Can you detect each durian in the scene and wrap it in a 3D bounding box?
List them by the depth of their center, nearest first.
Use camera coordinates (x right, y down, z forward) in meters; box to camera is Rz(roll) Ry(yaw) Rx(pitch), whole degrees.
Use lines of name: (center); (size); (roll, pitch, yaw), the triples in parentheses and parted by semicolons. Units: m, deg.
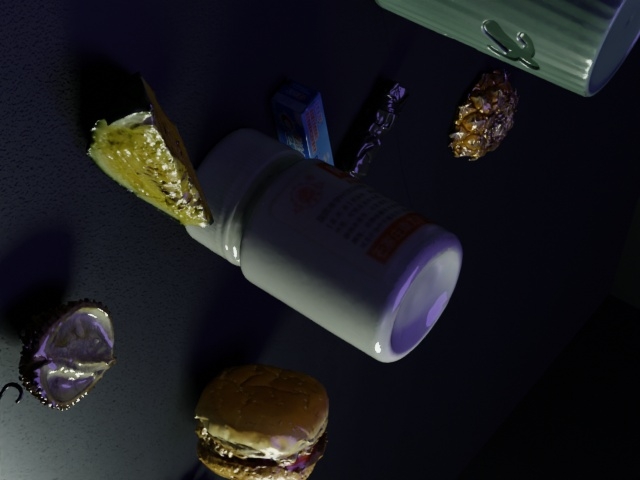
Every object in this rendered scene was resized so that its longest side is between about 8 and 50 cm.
durian: (-0.336, 0.146, 1.574); (0.188, 0.091, 0.148); (20, 79, -56)

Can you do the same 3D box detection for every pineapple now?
pineapple: (0.346, -0.252, 2.474); (0.225, 0.076, 0.224); (-46, 154, -30)

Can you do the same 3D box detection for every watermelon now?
watermelon: (-0.208, -0.116, 1.491); (0.123, 0.129, 0.301); (-51, 160, -14)

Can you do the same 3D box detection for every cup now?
cup: (0.325, -0.434, 1.874); (0.401, 0.392, 0.310); (-30, 148, -56)

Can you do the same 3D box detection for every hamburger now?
hamburger: (-0.099, 0.308, 2.047); (0.244, 0.244, 0.163); (-34, 132, -45)

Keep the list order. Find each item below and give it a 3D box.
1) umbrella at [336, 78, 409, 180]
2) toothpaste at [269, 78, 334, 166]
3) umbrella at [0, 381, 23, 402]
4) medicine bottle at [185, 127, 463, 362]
umbrella: (0.080, -0.168, 2.075); (0.066, 0.059, 0.235); (29, 90, -48)
toothpaste: (-0.023, -0.141, 1.894); (0.053, 0.066, 0.272); (-49, 153, -22)
umbrella: (-0.474, 0.286, 1.549); (0.269, 0.044, 0.044); (-52, -178, 3)
medicine bottle: (0.000, 0.000, 1.726); (0.211, 0.371, 0.211); (-43, 151, -31)
